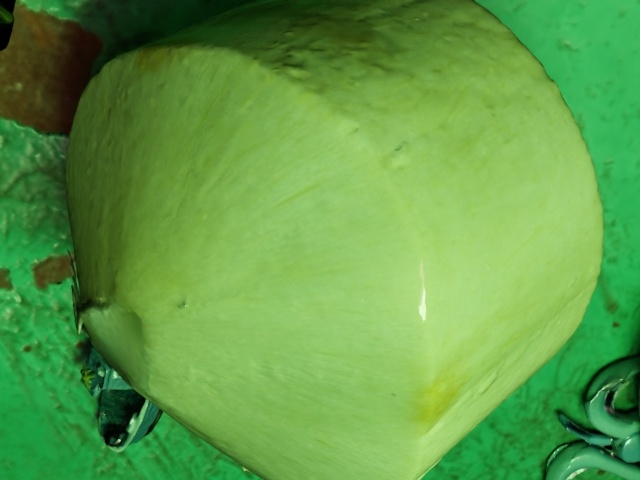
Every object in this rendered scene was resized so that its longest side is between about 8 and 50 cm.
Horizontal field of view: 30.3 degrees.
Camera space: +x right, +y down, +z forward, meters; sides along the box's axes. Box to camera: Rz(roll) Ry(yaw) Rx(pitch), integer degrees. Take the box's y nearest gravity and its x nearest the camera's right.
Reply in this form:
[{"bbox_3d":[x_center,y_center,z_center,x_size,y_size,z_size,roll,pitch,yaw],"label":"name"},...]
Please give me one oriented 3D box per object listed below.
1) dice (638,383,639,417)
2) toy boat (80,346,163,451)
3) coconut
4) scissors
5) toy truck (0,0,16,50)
[{"bbox_3d":[0.414,0.150,0.921,0.243,0.251,0.259,-23,113,-12],"label":"dice"},{"bbox_3d":[-0.141,0.092,0.861,0.060,0.060,0.137,-2,125,-39],"label":"toy boat"},{"bbox_3d":[0.000,0.000,0.695,0.323,0.323,0.323,-7,120,-12],"label":"coconut"},{"bbox_3d":[0.368,0.221,1.099,0.393,0.032,0.180,23,109,-25],"label":"scissors"},{"bbox_3d":[-0.204,-0.158,0.588,0.127,0.257,0.127,14,115,-20],"label":"toy truck"}]
